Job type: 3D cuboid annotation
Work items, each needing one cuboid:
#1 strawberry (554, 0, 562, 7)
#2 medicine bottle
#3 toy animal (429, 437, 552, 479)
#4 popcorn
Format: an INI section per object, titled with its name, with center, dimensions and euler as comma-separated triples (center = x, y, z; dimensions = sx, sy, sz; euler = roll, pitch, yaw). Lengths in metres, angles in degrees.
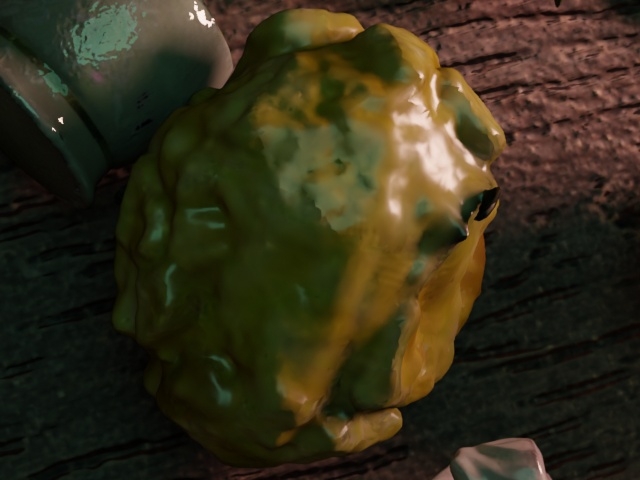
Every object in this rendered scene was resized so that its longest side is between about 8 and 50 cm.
[strawberry]
center = 0.129, -0.247, 1.271
dimensions = 0.146, 0.082, 0.187
euler = -26, 76, -21
[medicine bottle]
center = -0.152, -0.112, 1.147
dimensions = 0.147, 0.147, 0.143
euler = 45, 75, 2
[toy animal]
center = 0.038, 0.244, 1.076
dimensions = 0.265, 0.272, 0.206
euler = -18, 109, 8
[popcorn]
center = 0.000, 0.000, 1.111
dimensions = 0.252, 0.215, 0.286
euler = 6, 114, -41
